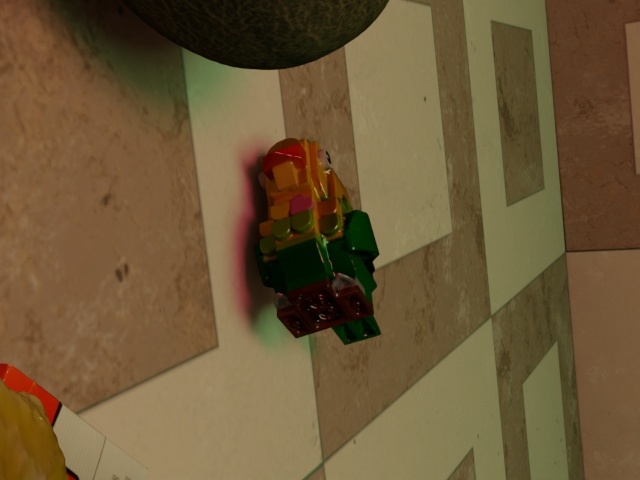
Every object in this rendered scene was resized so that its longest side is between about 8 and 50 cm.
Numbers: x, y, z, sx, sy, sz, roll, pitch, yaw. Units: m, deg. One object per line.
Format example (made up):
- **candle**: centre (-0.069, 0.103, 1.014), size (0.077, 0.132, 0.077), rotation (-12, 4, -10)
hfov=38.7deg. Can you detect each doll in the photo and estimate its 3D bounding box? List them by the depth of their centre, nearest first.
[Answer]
- **doll**: centre (-0.003, -0.001, 0.830), size (0.134, 0.106, 0.187), rotation (18, 55, -68)

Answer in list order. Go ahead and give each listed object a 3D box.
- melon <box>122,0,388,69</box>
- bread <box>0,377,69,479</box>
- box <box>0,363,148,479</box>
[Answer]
- **melon**: centre (-0.052, -0.247, 0.607), size (0.302, 0.237, 0.238), rotation (53, 41, -55)
- **bread**: centre (-0.192, 0.143, 0.352), size (0.197, 0.170, 0.197), rotation (20, 68, -61)
- **box**: centre (-0.171, 0.151, 0.541), size (0.152, 0.048, 0.100), rotation (54, 39, -45)
